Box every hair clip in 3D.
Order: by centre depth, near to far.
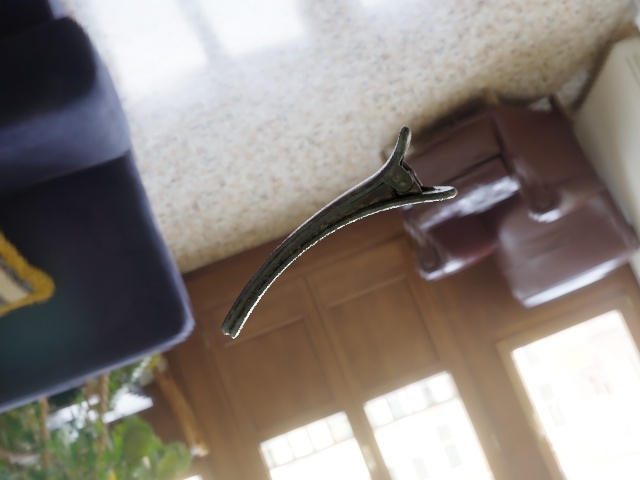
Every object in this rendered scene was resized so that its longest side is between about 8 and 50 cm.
[{"bbox_3d":[0.000,0.000,1.121,0.275,0.083,0.048,-36,-172,16],"label":"hair clip"}]
